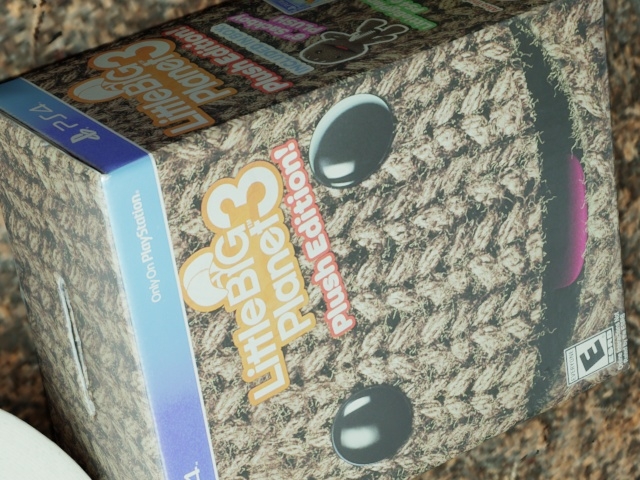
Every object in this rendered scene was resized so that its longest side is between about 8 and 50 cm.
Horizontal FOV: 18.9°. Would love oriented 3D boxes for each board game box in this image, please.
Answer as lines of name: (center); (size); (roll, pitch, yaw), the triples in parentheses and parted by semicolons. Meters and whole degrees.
board game box: (0.000, 0.000, 0.997); (0.291, 0.141, 0.232); (-24, 120, -26)

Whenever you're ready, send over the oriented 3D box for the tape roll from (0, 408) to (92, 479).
tape roll: (-0.246, 0.247, 0.886); (0.392, 0.072, 0.392); (-9, 104, -40)
